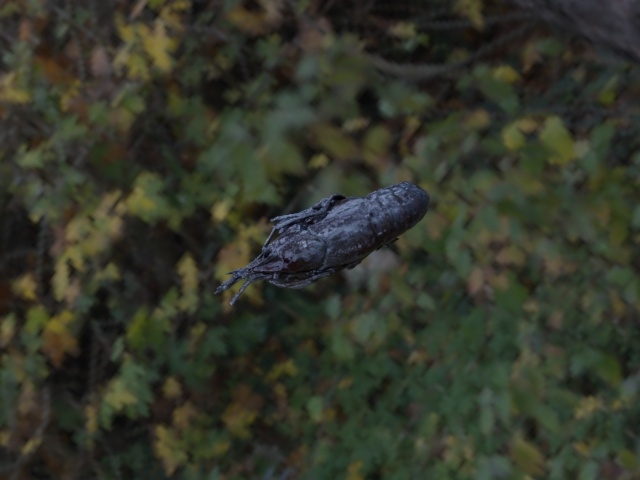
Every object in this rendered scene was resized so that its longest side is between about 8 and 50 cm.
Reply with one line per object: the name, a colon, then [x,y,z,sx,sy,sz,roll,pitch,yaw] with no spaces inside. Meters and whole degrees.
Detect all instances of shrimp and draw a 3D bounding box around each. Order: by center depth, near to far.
shrimp: [0.000,0.000,1.042,0.165,0.056,0.065,-19,7,3]
